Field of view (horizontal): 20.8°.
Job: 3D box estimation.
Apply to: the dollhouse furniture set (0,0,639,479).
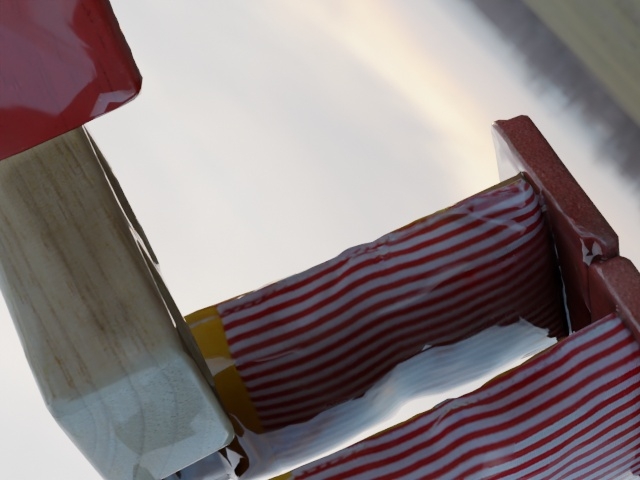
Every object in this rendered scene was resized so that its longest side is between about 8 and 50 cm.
[{"bbox_3d":[0.000,0.000,0.537,0.152,0.201,0.374,60,174,37],"label":"dollhouse furniture set"}]
